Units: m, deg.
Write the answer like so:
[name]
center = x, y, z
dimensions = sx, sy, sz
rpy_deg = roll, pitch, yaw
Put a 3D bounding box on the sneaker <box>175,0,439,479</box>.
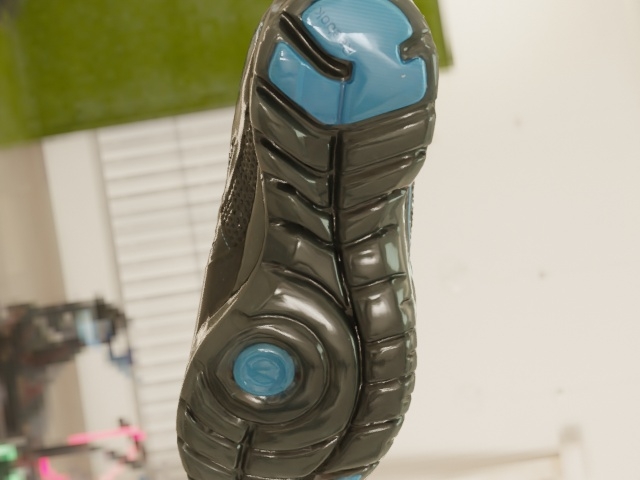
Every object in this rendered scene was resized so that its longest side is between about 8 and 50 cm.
[sneaker]
center = 0.000, 0.000, 1.110
dimensions = 0.140, 0.125, 0.341
rpy_deg = -92, -166, -64
